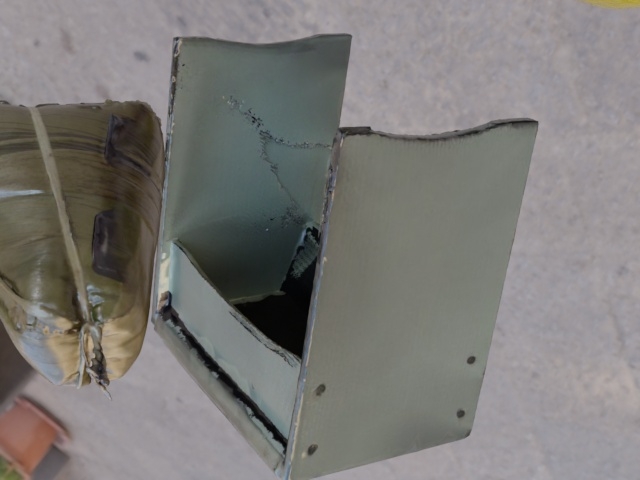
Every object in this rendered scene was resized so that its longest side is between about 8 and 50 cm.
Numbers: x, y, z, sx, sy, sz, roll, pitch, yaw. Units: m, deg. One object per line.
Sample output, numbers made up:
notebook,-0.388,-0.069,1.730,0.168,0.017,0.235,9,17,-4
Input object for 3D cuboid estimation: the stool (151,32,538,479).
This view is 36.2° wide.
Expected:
stool,0.000,0.000,0.753,0.244,0.170,0.269,37,126,49

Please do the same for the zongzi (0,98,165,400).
zongzi,-0.170,0.003,0.473,0.178,0.189,0.081,5,136,-7

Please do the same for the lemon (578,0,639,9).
lemon,0.219,-0.260,0.682,0.178,0.178,0.203,5,120,41
